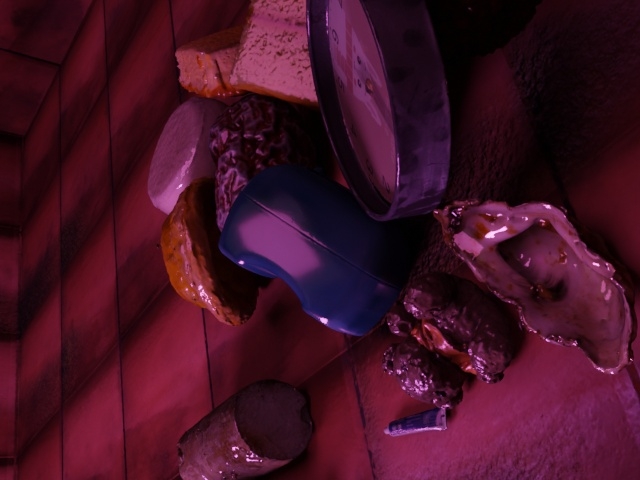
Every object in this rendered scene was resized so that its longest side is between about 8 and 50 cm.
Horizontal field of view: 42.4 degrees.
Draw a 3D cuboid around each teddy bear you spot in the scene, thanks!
[{"bbox_3d":[0.171,0.144,1.143,0.190,0.177,0.140,-60,-8,26],"label":"teddy bear"}]

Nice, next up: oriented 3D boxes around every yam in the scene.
[{"bbox_3d":[-0.155,0.381,1.540,0.304,0.168,0.168,-41,48,41],"label":"yam"}]

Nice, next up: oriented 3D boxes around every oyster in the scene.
[{"bbox_3d":[0.273,0.032,1.038,0.341,0.110,0.166,26,107,54],"label":"oyster"}]

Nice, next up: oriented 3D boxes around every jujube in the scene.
[{"bbox_3d":[-0.107,-0.120,1.563,0.226,0.226,0.317,-39,45,45],"label":"jujube"}]

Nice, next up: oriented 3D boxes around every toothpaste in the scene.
[{"bbox_3d":[0.142,0.276,1.241,0.140,0.021,0.037,-29,56,48],"label":"toothpaste"}]

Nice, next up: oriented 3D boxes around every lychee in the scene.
[{"bbox_3d":[0.184,-0.387,1.157,0.267,0.267,0.267,-23,61,52],"label":"lychee"}]

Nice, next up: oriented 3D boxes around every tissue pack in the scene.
[{"bbox_3d":[0.000,0.000,1.317,0.287,0.198,0.206,32,94,26],"label":"tissue pack"}]

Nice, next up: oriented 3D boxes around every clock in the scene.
[{"bbox_3d":[0.070,-0.213,1.142,0.386,0.076,0.386,165,90,-79],"label":"clock"}]

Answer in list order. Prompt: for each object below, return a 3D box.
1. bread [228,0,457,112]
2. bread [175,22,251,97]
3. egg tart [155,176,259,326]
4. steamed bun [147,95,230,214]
[{"bbox_3d":[0.044,-0.328,1.384,0.361,0.245,0.233,26,102,60],"label":"bread"},{"bbox_3d":[-0.127,-0.366,1.616,0.185,0.274,0.114,23,133,56],"label":"bread"},{"bbox_3d":[-0.226,0.026,1.636,0.128,0.319,0.319,-16,62,16],"label":"egg tart"},{"bbox_3d":[-0.255,-0.173,1.838,0.283,0.177,0.283,-39,41,44],"label":"steamed bun"}]
